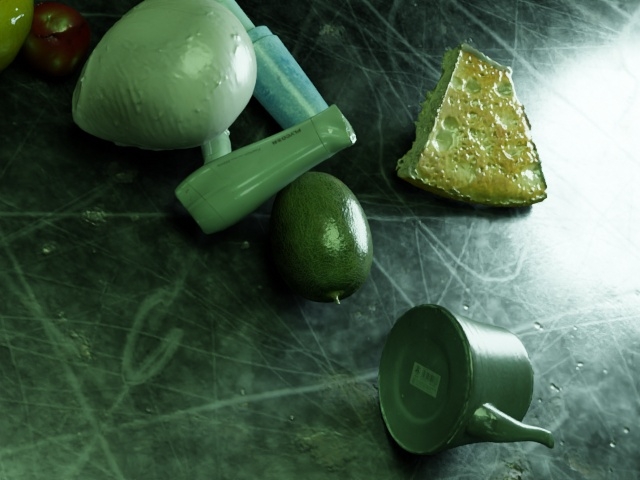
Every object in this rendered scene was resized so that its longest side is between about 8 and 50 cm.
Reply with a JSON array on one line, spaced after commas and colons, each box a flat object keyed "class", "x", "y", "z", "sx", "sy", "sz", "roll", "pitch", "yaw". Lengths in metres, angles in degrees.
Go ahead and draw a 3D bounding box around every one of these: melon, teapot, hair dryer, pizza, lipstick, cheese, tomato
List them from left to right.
[{"class": "tomato", "x": -0.303, "y": -0.233, "z": 1.804, "sx": 0.087, "sy": 0.075, "sz": 0.087, "roll": 10, "pitch": 56, "yaw": -16}, {"class": "cheese", "x": -0.164, "y": -0.190, "z": 1.767, "sx": 0.189, "sy": 0.154, "sz": 0.198, "roll": 16, "pitch": 48, "yaw": 28}, {"class": "lipstick", "x": -0.090, "y": -0.240, "z": 1.921, "sx": 0.068, "sy": 0.061, "sz": 0.274, "roll": -30, "pitch": 76, "yaw": -35}, {"class": "hair dryer", "x": -0.084, "y": -0.133, "z": 1.815, "sx": 0.206, "sy": 0.075, "sz": 0.237, "roll": -31, "pitch": 44, "yaw": 4}, {"class": "melon", "x": 0.000, "y": 0.000, "z": 1.775, "sx": 0.114, "sy": 0.114, "sz": 0.167, "roll": 2, "pitch": 58, "yaw": -25}, {"class": "teapot", "x": 0.165, "y": 0.149, "z": 1.745, "sx": 0.149, "sy": 0.162, "sz": 0.239, "roll": 6, "pitch": 27, "yaw": -33}, {"class": "pizza", "x": 0.199, "y": -0.127, "z": 1.988, "sx": 0.204, "sy": 0.080, "sz": 0.188, "roll": 23, "pitch": 74, "yaw": -24}]

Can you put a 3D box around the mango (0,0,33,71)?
[{"class": "mango", "x": -0.418, "y": -0.286, "z": 1.747, "sx": 0.167, "sy": 0.130, "sz": 0.262, "roll": -25, "pitch": 64, "yaw": -27}]
